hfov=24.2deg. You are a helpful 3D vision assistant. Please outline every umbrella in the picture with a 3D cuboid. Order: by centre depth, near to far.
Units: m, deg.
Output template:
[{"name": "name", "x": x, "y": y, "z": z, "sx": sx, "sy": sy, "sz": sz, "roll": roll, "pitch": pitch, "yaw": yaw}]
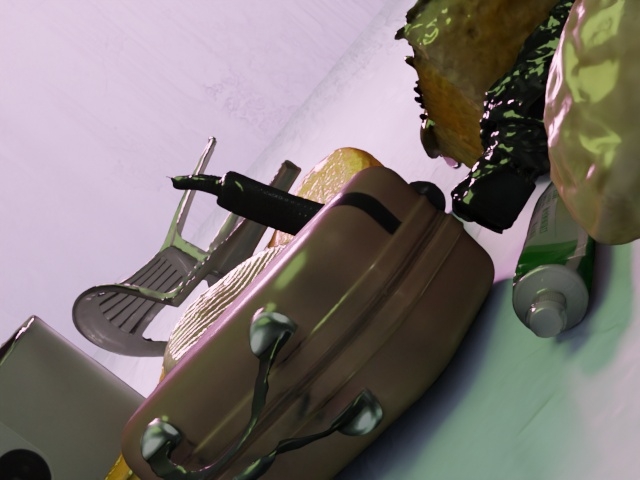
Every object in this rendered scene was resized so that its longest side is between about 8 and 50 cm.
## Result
[{"name": "umbrella", "x": 0.207, "y": -0.158, "z": 1.118, "sx": 0.336, "sy": 0.154, "sz": 0.128, "roll": -51, "pitch": 50, "yaw": -4}]

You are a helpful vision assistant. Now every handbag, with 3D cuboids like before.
[{"name": "handbag", "x": -0.023, "y": 0.106, "z": 1.131, "sx": 0.302, "sy": 0.149, "sz": 0.283, "roll": -44, "pitch": 6, "yaw": 29}]

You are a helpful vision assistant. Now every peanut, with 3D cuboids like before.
[{"name": "peanut", "x": 0.233, "y": -0.135, "z": 0.942, "sx": 0.325, "sy": 0.140, "sz": 0.153, "roll": -59, "pitch": -7, "yaw": -22}]

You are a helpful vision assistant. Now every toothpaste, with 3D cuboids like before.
[{"name": "toothpaste", "x": 0.166, "y": 0.000, "z": 1.024, "sx": 0.078, "sy": 0.047, "sz": 0.248, "roll": -48, "pitch": 7, "yaw": 27}]

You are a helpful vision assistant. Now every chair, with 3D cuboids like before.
[{"name": "chair", "x": -0.136, "y": 0.035, "z": 1.759, "sx": 0.274, "sy": 0.190, "sz": 0.203, "roll": -57, "pitch": -32, "yaw": -16}]

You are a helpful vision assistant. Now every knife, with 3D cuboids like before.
[{"name": "knife", "x": 0.141, "y": -0.098, "z": 1.646, "sx": 0.023, "sy": 0.010, "sz": 0.170, "roll": -55, "pitch": 10, "yaw": 10}]

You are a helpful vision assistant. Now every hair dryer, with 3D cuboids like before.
[{"name": "hair dryer", "x": -0.010, "y": -0.037, "z": 1.383, "sx": 0.235, "sy": 0.272, "sz": 0.091, "roll": -51, "pitch": -20, "yaw": -68}]

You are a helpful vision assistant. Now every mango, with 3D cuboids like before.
[{"name": "mango", "x": 0.005, "y": 0.004, "z": 1.640, "sx": 0.217, "sy": 0.102, "sz": 0.141, "roll": -54, "pitch": 33, "yaw": -5}]

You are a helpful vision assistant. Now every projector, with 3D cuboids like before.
[{"name": "projector", "x": -0.298, "y": 0.263, "z": 1.602, "sx": 0.248, "sy": 0.249, "sz": 0.248, "roll": -57, "pitch": 11, "yaw": -29}]

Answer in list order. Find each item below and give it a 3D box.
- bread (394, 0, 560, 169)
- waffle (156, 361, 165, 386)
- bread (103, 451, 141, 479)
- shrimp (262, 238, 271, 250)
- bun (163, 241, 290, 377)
[{"name": "bread", "x": 0.178, "y": -0.167, "z": 1.269, "sx": 0.204, "sy": 0.162, "sz": 0.262, "roll": -55, "pitch": -19, "yaw": -9}, {"name": "waffle", "x": -0.212, "y": 0.211, "z": 1.974, "sx": 0.191, "sy": 0.032, "sz": 0.125, "roll": -69, "pitch": 12, "yaw": -11}, {"name": "bread", "x": -0.160, "y": 0.247, "z": 1.452, "sx": 0.245, "sy": 0.102, "sz": 0.094, "roll": -57, "pitch": 13, "yaw": -29}, {"name": "shrimp", "x": -0.049, "y": 0.026, "z": 1.967, "sx": 0.217, "sy": 0.051, "sz": 0.115, "roll": -47, "pitch": 11, "yaw": 7}, {"name": "bun", "x": -0.045, "y": 0.100, "z": 1.417, "sx": 0.222, "sy": 0.127, "sz": 0.222, "roll": -34, "pitch": 21, "yaw": 15}]
